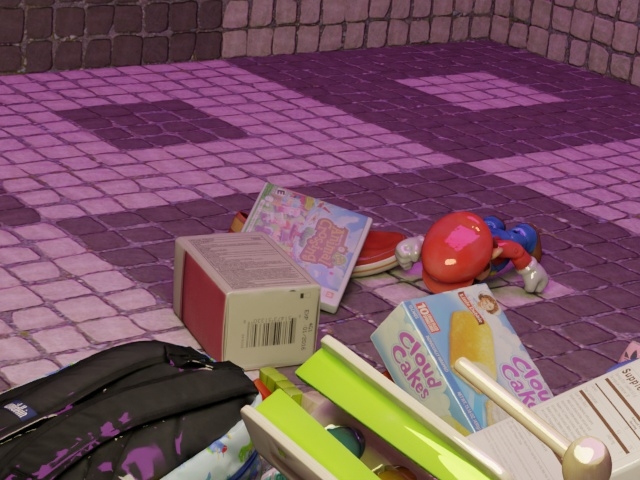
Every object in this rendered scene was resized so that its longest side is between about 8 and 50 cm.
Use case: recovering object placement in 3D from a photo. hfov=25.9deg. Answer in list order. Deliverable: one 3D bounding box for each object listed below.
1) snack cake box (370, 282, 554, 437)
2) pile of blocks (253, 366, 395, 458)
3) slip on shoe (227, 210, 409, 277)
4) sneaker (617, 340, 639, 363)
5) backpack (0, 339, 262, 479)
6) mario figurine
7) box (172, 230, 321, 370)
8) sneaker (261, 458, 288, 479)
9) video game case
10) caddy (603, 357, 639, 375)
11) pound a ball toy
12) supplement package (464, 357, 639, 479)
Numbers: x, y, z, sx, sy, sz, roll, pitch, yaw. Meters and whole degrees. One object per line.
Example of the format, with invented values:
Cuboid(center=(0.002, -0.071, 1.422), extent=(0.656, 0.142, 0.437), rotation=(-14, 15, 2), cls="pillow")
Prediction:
Cuboid(center=(0.194, 0.192, 1.702), extent=(0.152, 0.089, 0.264), rotation=(-12, 62, -38), cls="snack cake box")
Cuboid(center=(0.022, 0.207, 1.780), extent=(0.362, 0.112, 0.149), rotation=(3, 20, -8), cls="pile of blocks")
Cuboid(center=(0.000, 0.000, 2.364), extent=(0.331, 0.101, 0.123), rotation=(2, 18, -13), cls="slip on shoe")
Cuboid(center=(0.525, 0.173, 1.971), extent=(0.112, 0.131, 0.319), rotation=(21, 25, 38), cls="sneaker")
Cuboid(center=(-0.221, 0.242, 1.474), extent=(0.290, 0.273, 0.355), rotation=(18, 45, 36), cls="backpack")
Cuboid(center=(0.255, 0.042, 2.345), extent=(0.198, 0.170, 0.320), rotation=(-25, -8, 28), cls="mario figurine")
Cuboid(center=(-0.114, 0.086, 2.058), extent=(0.149, 0.126, 0.232), rotation=(-4, 22, -23), cls="box")
Cuboid(center=(-0.013, 0.271, 1.674), extent=(0.167, 0.065, 0.076), rotation=(-4, 18, -29), cls="sneaker")
Cuboid(center=(-0.035, 0.008, 2.265), extent=(0.193, 0.023, 0.212), rotation=(19, 47, 5), cls="video game case")
Cuboid(center=(0.504, 0.243, 1.706), extent=(0.341, 0.179, 0.241), rotation=(20, 25, 34), cls="caddy")
Cuboid(center=(0.106, 0.217, 1.366), extent=(0.208, 0.135, 0.319), rotation=(-40, 50, -19), cls="pound a ball toy")
Cuboid(center=(0.326, 0.257, 1.467), extent=(0.293, 0.177, 0.175), rotation=(-24, 23, -1), cls="supplement package")
